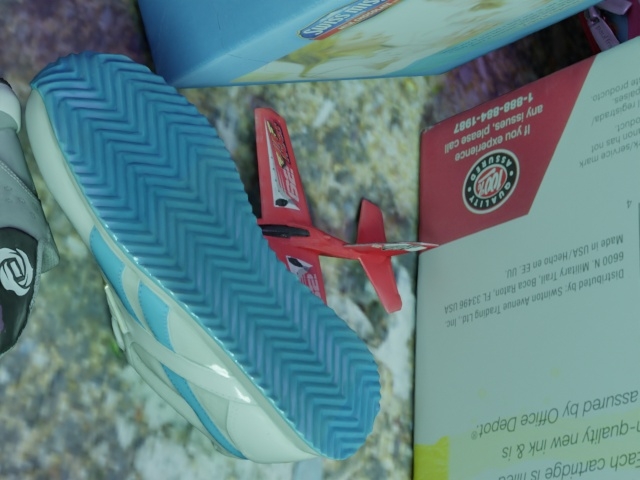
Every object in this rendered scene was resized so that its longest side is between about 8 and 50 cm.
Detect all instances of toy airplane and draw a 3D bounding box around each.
[{"bbox_3d":[0.000,0.000,0.851,0.151,0.028,0.151,20,54,-31],"label":"toy airplane"}]

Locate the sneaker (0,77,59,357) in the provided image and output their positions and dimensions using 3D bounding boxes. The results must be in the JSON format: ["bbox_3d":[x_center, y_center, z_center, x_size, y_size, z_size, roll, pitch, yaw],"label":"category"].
[{"bbox_3d":[-0.194,0.021,0.645,0.228,0.086,0.132,-28,97,-43],"label":"sneaker"}]

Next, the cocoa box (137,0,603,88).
[{"bbox_3d":[0.076,-0.232,0.776,0.231,0.347,0.228,-9,82,-42],"label":"cocoa box"}]

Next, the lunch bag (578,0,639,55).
[{"bbox_3d":[0.279,-0.161,1.052,0.258,0.120,0.293,52,38,-17],"label":"lunch bag"}]

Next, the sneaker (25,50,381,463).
[{"bbox_3d":[-0.070,0.017,0.741,0.229,0.092,0.087,56,48,-15],"label":"sneaker"}]

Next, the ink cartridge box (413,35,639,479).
[{"bbox_3d":[0.193,0.098,0.817,0.160,0.279,0.385,19,65,-37],"label":"ink cartridge box"}]
